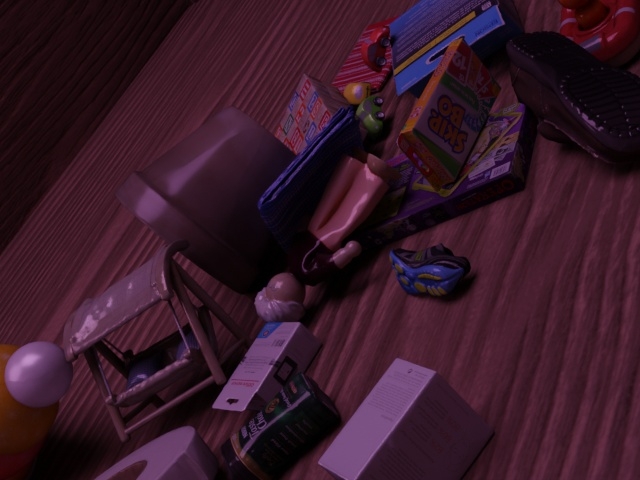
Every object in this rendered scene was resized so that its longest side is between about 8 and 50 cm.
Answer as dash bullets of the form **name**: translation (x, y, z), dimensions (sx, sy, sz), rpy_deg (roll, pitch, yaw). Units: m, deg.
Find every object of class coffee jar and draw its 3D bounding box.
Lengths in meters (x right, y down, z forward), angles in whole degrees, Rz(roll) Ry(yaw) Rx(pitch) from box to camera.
- **coffee jar**: translation (-0.066, 0.290, 1.591), dimensions (0.184, 0.079, 0.096), rpy_deg (-44, 24, 2)

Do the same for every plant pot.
- **plant pot**: translation (-0.188, -0.098, 2.073), dimensions (0.280, 0.323, 0.323), rpy_deg (-51, 25, -2)

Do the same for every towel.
- **towel**: translation (-0.001, -0.096, 1.934), dimensions (0.243, 0.040, 0.336), rpy_deg (-48, -16, -6)
- **towel**: translation (0.131, -0.433, 2.499), dimensions (0.199, 0.031, 0.274), rpy_deg (-7, 45, 50)

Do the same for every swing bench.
- **swing bench**: translation (-0.297, 0.173, 1.875), dimensions (0.253, 0.254, 0.165), rpy_deg (-33, 2, 24)

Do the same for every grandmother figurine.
- **grandmother figurine**: translation (0.000, 0.000, 1.847), dimensions (0.342, 0.104, 0.208), rpy_deg (-56, 18, 1)

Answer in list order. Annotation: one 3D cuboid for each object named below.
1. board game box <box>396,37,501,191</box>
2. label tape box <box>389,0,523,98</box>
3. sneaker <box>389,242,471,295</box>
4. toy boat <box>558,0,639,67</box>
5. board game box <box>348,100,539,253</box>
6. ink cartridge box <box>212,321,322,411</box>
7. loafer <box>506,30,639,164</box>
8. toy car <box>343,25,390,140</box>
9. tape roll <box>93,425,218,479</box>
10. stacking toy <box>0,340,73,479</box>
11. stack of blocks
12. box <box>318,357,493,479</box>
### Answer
- **board game box**: translation (0.219, -0.213, 1.793), dimensions (0.039, 0.124, 0.259), rpy_deg (-10, 41, 49)
- **label tape box**: translation (0.273, -0.406, 2.145), dimensions (0.249, 0.115, 0.347), rpy_deg (-34, 29, 22)
- **sneaker**: translation (0.170, 0.043, 1.660), dimensions (0.078, 0.067, 0.188), rpy_deg (-30, 17, -21)
- **toy boat**: translation (0.452, -0.387, 1.786), dimensions (0.151, 0.151, 0.231), rpy_deg (-25, 31, 35)
- **board game box**: translation (0.213, -0.111, 1.844), dimensions (0.347, 0.056, 0.208), rpy_deg (-23, 36, 39)
- **ink cartridge box**: translation (-0.089, 0.223, 1.755), dimensions (0.104, 0.060, 0.180), rpy_deg (-6, 44, 53)
- **loafer**: translation (0.405, -0.207, 1.642), dimensions (0.134, 0.130, 0.366), rpy_deg (-12, 34, -9)
- **toy car**: translation (0.097, -0.306, 2.233), dimensions (0.239, 0.053, 0.225), rpy_deg (112, 160, -48)
- **tape roll**: translation (-0.330, 0.431, 1.632), dimensions (0.392, 0.072, 0.392), rpy_deg (-36, 5, 4)
- **stacking toy**: translation (-0.615, 0.303, 2.002), dimensions (0.480, 0.351, 0.350), rpy_deg (-37, 23, 42)
- **stack of blocks**: translation (-0.007, -0.219, 2.230), dimensions (0.171, 0.087, 0.297), rpy_deg (-63, 21, 18)
- **box**: translation (0.107, 0.256, 1.318), dimensions (0.170, 0.130, 0.091), rpy_deg (-50, 26, -14)
